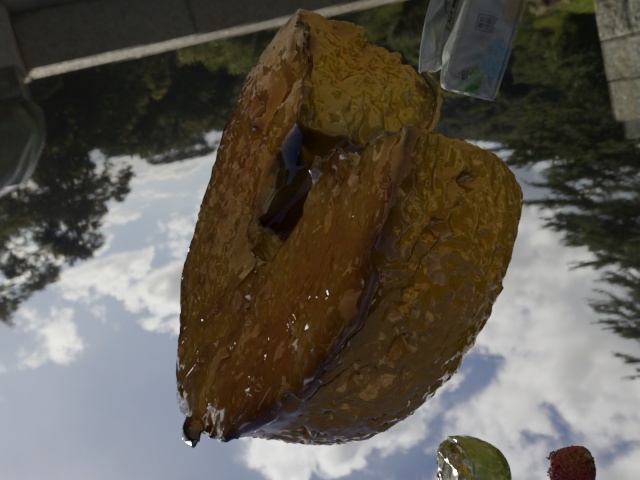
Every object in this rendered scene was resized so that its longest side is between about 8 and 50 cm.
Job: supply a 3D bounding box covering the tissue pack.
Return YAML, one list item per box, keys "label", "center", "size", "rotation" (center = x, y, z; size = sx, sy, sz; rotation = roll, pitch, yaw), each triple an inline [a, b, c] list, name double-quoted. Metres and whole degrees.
- label: "tissue pack"
  center: [0.248, -0.371, 1.135]
  size: [0.145, 0.229, 0.159]
  rotation: [15, -147, 5]

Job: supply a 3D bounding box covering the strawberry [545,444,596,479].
- label: "strawberry"
  center: [0.514, 0.466, 1.419]
  size: [0.106, 0.106, 0.106]
  rotation: [-14, -170, 3]

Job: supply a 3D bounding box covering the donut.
- label: "donut"
  center: [0.000, 0.000, 0.673]
  size: [0.164, 0.377, 0.435]
  rotation: [21, -150, -27]

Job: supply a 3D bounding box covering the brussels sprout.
- label: "brussels sprout"
  center: [0.290, 0.428, 1.281]
  size: [0.122, 0.151, 0.149]
  rotation: [0, 151, -25]
